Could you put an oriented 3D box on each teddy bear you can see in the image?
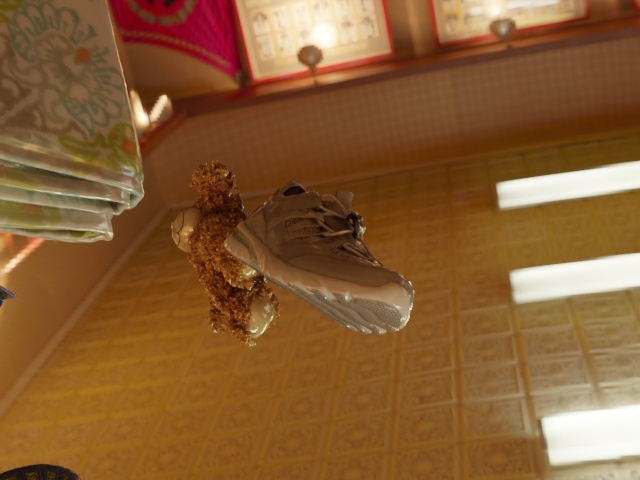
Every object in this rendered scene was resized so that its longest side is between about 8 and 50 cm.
[{"bbox_3d":[-0.144,0.019,1.346,0.113,0.245,0.338,-16,-138,-9],"label":"teddy bear"}]

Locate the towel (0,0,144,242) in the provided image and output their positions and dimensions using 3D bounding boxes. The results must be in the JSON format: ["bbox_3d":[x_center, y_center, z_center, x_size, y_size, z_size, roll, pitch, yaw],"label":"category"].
[{"bbox_3d":[-0.287,-0.183,0.642,0.090,0.375,0.320,-27,159,30],"label":"towel"}]

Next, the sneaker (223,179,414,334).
[{"bbox_3d":[0.000,0.000,0.890,0.115,0.105,0.281,-57,-146,-4],"label":"sneaker"}]

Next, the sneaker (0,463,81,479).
[{"bbox_3d":[-0.505,0.437,1.452,0.296,0.112,0.131,-24,165,-12],"label":"sneaker"}]

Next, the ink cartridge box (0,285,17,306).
[{"bbox_3d":[-0.647,0.083,1.534,0.311,0.186,0.065,-14,-135,44],"label":"ink cartridge box"}]
